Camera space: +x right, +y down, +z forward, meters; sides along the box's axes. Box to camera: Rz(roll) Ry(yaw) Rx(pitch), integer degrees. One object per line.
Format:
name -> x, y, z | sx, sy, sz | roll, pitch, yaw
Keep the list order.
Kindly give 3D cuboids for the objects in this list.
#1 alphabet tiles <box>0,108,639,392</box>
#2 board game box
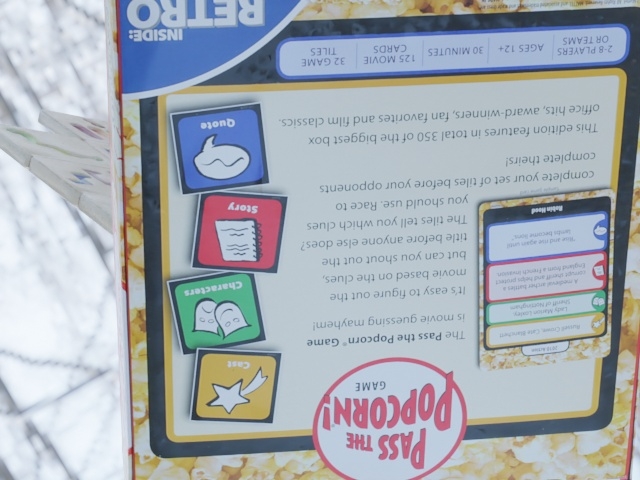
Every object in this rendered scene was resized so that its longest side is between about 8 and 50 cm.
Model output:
alphabet tiles -> 0.000, 0.000, 1.018 | 0.285, 0.011, 0.342 | 9, -166, -36
board game box -> 0.016, -0.020, 0.537 | 0.147, 0.193, 0.045 | -2, -153, -8
